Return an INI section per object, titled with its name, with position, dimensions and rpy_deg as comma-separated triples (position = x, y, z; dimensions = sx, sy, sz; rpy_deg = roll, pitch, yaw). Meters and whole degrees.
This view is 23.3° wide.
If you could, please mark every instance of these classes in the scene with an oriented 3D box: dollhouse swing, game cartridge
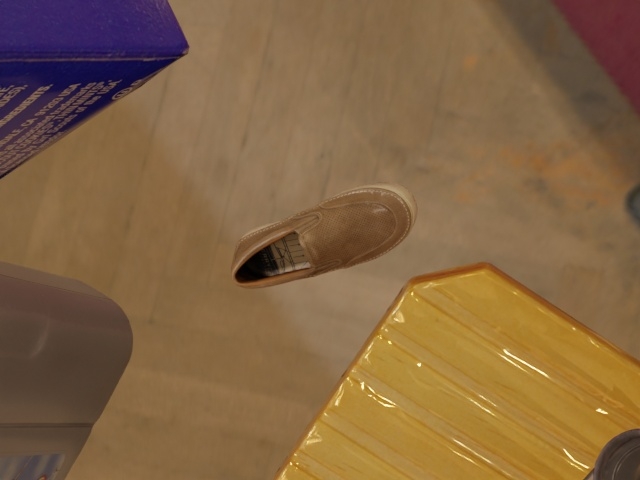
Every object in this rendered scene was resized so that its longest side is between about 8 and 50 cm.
[dollhouse swing]
position = 0.146, 0.233, 0.985
dimensions = 0.305, 0.315, 0.347
rpy_deg = 30, 104, -18
[game cartridge]
position = -0.202, 0.145, 0.727
dimensions = 0.062, 0.198, 0.297
rpy_deg = 34, 92, 19

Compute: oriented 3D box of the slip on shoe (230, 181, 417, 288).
[slip on shoe]
position = 0.000, 0.000, 1.027
dimensions = 0.135, 0.041, 0.051
rpy_deg = -14, 109, 24

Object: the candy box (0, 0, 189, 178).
[candy box]
position = -0.212, -0.126, 0.328
dimensions = 0.122, 0.317, 0.268
rpy_deg = -31, 79, 30

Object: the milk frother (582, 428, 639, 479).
[milk frother]
position = 0.144, 0.166, 0.619
dimensions = 0.143, 0.135, 0.129
rpy_deg = 5, 48, -27
